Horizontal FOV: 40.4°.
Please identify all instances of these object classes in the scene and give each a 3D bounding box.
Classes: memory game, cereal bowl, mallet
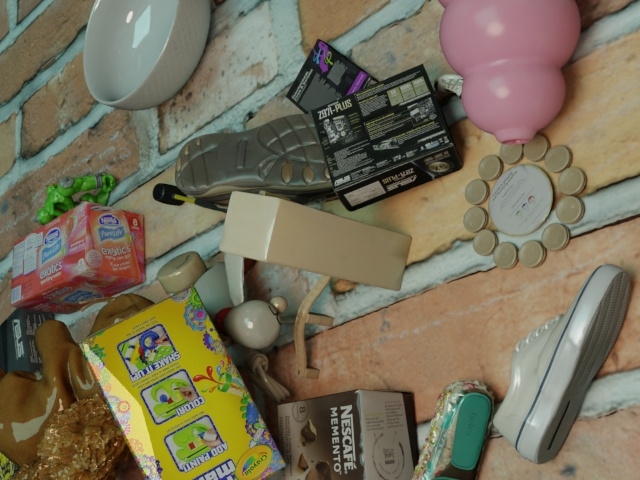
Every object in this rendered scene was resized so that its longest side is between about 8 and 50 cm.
[{"bbox_3d":[0.267,-0.051,1.154,0.186,0.012,0.186,-13,71,43],"label":"memory game"},{"bbox_3d":[-0.333,-0.417,1.754,0.339,0.141,0.338,-13,71,42],"label":"cereal bowl"},{"bbox_3d":[-0.233,-0.073,1.649,0.190,0.062,0.039,15,92,31],"label":"mallet"}]

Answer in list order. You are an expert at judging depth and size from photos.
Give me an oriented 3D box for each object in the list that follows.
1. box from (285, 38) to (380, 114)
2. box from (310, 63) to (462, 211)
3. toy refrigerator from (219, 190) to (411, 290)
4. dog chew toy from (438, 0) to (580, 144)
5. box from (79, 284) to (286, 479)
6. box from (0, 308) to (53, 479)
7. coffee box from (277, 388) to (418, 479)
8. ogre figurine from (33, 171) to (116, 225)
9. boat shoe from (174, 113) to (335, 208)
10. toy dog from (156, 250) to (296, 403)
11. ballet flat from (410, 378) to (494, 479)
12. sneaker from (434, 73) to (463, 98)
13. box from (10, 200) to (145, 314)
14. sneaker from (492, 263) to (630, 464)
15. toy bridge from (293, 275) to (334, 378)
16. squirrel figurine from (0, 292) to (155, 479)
[{"bbox_3d":[0.017,-0.251,1.443,0.162,0.029,0.116,46,111,40],"label":"box"},{"bbox_3d":[0.094,-0.147,1.255,0.180,0.077,0.147,-22,63,10],"label":"box"},{"bbox_3d":[0.000,0.000,1.223,0.102,0.270,0.094,12,88,47],"label":"toy refrigerator"},{"bbox_3d":[0.241,-0.289,1.116,0.207,0.207,0.331,-8,82,44],"label":"dog chew toy"},{"bbox_3d":[-0.208,0.248,1.281,0.279,0.177,0.290,61,163,7],"label":"box"},{"bbox_3d":[-0.684,0.393,1.933,0.318,0.097,0.394,-38,55,28],"label":"box"},{"bbox_3d":[0.043,0.363,1.195,0.168,0.119,0.297,-19,67,42],"label":"coffee box"},{"bbox_3d":[-0.540,-0.079,1.892,0.197,0.118,0.096,-28,61,37],"label":"ogre figurine"},{"bbox_3d":[-0.063,-0.119,1.423,0.356,0.130,0.132,0,70,24],"label":"boat shoe"},{"bbox_3d":[-0.123,0.090,1.401,0.161,0.220,0.334,-40,42,-18],"label":"toy dog"},{"bbox_3d":[0.164,0.293,1.135,0.077,0.091,0.240,-151,83,-76],"label":"ballet flat"},{"bbox_3d":[0.197,-0.220,1.252,0.083,0.032,0.036,-3,77,45],"label":"sneaker"},{"bbox_3d":[-0.509,0.043,1.812,0.300,0.142,0.154,-22,65,39],"label":"box"},{"bbox_3d":[0.277,0.137,1.036,0.091,0.094,0.258,32,104,40],"label":"sneaker"},{"bbox_3d":[-0.008,0.121,1.348,0.026,0.063,0.188,18,93,46],"label":"toy bridge"},{"bbox_3d":[-0.400,0.293,1.565,0.370,0.281,0.397,-37,42,15],"label":"squirrel figurine"}]
